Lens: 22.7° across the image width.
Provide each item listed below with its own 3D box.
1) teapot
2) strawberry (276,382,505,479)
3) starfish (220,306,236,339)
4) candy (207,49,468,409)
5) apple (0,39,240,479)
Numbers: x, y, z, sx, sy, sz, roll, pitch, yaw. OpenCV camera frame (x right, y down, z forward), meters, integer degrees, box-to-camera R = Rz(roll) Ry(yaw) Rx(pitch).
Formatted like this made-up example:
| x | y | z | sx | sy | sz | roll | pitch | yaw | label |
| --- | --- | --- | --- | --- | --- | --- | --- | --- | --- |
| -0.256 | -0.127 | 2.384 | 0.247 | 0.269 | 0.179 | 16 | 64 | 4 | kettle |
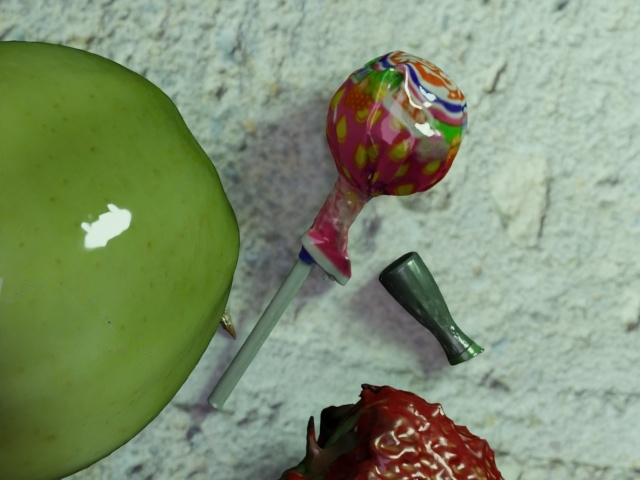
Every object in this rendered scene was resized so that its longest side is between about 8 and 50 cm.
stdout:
| x | y | z | sx | sy | sz | roll | pitch | yaw | label |
| --- | --- | --- | --- | --- | --- | --- | --- | --- | --- |
| 0.100 | 0.064 | 1.420 | 0.043 | 0.043 | 0.110 | -37 | 96 | 3 | teapot |
| 0.058 | 0.260 | 1.336 | 0.258 | 0.261 | 0.261 | 43 | 93 | 0 | strawberry |
| -0.104 | 0.052 | 1.431 | 0.086 | 0.016 | 0.092 | 28 | 91 | -12 | starfish |
| 0.000 | 0.000 | 1.394 | 0.124 | 0.124 | 0.365 | 32 | 102 | -3 | candy |
| -0.244 | 0.010 | 1.260 | 0.357 | 0.357 | 0.357 | 0 | 95 | 0 | apple |
